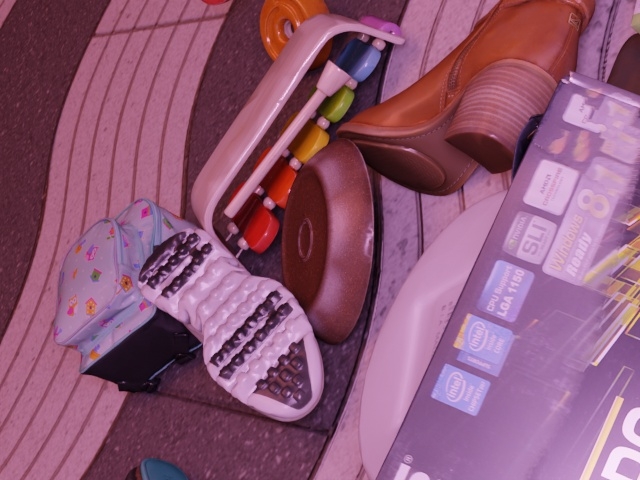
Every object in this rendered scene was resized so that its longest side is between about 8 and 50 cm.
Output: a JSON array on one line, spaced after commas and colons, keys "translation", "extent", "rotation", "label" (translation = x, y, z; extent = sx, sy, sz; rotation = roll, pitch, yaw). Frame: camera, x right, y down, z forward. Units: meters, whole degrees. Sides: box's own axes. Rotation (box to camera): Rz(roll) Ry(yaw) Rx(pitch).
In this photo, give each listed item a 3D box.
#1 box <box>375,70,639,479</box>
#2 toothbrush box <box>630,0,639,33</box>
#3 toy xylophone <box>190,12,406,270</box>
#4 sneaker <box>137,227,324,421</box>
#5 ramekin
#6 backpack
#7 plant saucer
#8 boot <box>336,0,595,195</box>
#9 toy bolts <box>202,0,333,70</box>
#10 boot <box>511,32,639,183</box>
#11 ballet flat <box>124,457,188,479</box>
[{"translation": [0.217, 0.132, 0.989], "extent": [0.318, 0.097, 0.395], "rotation": [23, 81, 19], "label": "box"}, {"translation": [0.391, -0.245, 1.209], "extent": [0.283, 0.122, 0.206], "rotation": [-16, 50, 50], "label": "toothbrush box"}, {"translation": [-0.033, -0.106, 1.706], "extent": [0.322, 0.081, 0.236], "rotation": [-53, 18, 12], "label": "toy xylophone"}, {"translation": [-0.068, 0.092, 1.594], "extent": [0.110, 0.118, 0.292], "rotation": [-42, 39, -3], "label": "sneaker"}, {"translation": [0.144, 0.097, 1.201], "extent": [0.277, 0.135, 0.277], "rotation": [-52, 22, 31], "label": "ramekin"}, {"translation": [-0.206, 0.049, 1.797], "extent": [0.166, 0.144, 0.188], "rotation": [-41, 31, 36], "label": "backpack"}, {"translation": [0.000, 0.000, 1.558], "extent": [0.198, 0.036, 0.198], "rotation": [-177, 90, -70], "label": "plant saucer"}, {"translation": [0.142, -0.164, 1.523], "extent": [0.220, 0.109, 0.283], "rotation": [-61, 19, -18], "label": "boot"}, {"translation": [-0.023, -0.316, 1.908], "extent": [0.228, 0.158, 0.218], "rotation": [7, 110, 47], "label": "toy bolts"}, {"translation": [0.225, -0.096, 1.332], "extent": [0.082, 0.106, 0.219], "rotation": [-13, 54, 50], "label": "boot"}, {"translation": [-0.141, 0.308, 1.534], "extent": [0.096, 0.095, 0.280], "rotation": [-63, 19, 12], "label": "ballet flat"}]
